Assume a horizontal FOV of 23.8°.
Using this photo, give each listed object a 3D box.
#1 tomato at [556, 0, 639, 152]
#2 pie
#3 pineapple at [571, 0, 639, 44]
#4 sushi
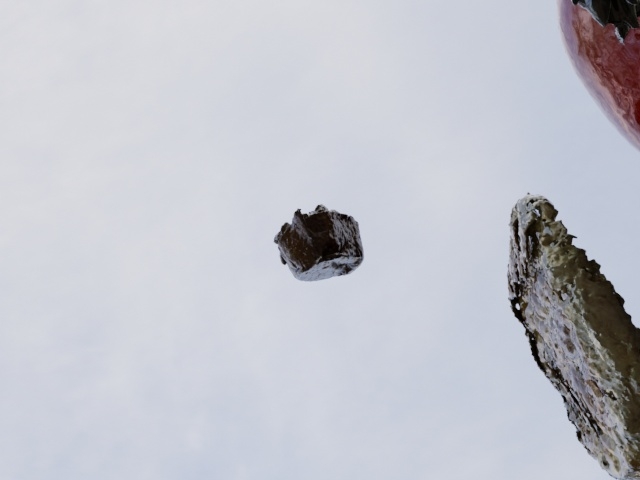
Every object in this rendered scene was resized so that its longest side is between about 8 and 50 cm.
[{"bbox_3d":[0.379,-0.217,1.346,0.325,0.290,0.293,42,-117,-2],"label":"tomato"},{"bbox_3d":[0.227,0.086,1.318,0.055,0.274,0.274,-24,-81,-5],"label":"pie"},{"bbox_3d":[0.172,-0.256,0.918,0.158,0.158,0.278,-36,-43,-27],"label":"pineapple"},{"bbox_3d":[0.000,0.000,1.212,0.120,0.052,0.055,1,-115,-64],"label":"sushi"}]
